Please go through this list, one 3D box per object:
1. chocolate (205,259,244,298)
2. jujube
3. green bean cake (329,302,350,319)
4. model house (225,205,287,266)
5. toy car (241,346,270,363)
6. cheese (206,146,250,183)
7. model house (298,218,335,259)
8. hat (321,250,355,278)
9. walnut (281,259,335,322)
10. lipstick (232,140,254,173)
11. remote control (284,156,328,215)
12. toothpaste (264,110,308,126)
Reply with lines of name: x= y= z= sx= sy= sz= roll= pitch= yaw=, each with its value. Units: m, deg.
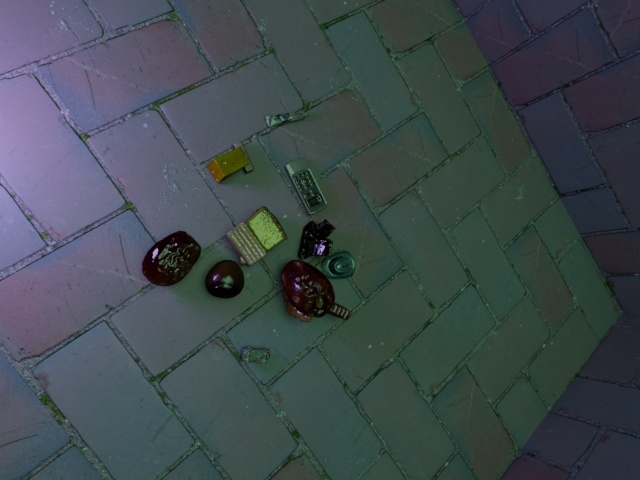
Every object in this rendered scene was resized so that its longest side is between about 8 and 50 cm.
chocolate: x=-0.416 y=0.166 z=1.826 sx=0.176 sy=0.177 sz=0.177 roll=3 pitch=82 yaw=-24
jujube: x=-0.617 y=0.077 z=1.723 sx=0.243 sy=0.183 sz=0.183 roll=-44 pitch=102 yaw=-10
green bean cake: x=0.066 y=0.334 z=2.018 sx=0.135 sy=0.135 sz=0.056 roll=25 pitch=78 yaw=-20
model house: x=-0.299 y=-0.011 z=1.876 sx=0.234 sy=0.175 sz=0.193 roll=-40 pitch=101 yaw=-26
toy car: x=-0.293 y=0.516 z=1.882 sx=0.142 sy=0.055 sz=0.069 roll=15 pitch=86 yaw=-32
cheese: x=-0.410 y=-0.353 z=1.900 sx=0.171 sy=0.126 sz=0.093 roll=-38 pitch=99 yaw=-26
model house: x=-0.008 y=-0.007 z=2.014 sx=0.141 sy=0.164 sz=0.203 roll=11 pitch=78 yaw=-28
hat: x=0.106 y=0.127 z=2.092 sx=0.191 sy=0.078 sz=0.138 roll=-14 pitch=91 yaw=-25
walnut: x=-0.074 y=0.234 z=1.921 sx=0.221 sy=0.269 sz=0.244 roll=12 pitch=118 yaw=-42
lipstick: x=-0.365 y=-0.392 z=1.965 sx=0.045 sy=0.045 sz=0.145 roll=-26 pitch=96 yaw=-22
remote control: x=-0.070 y=-0.274 z=2.085 sx=0.123 sy=0.038 sz=0.285 roll=-26 pitch=94 yaw=-24
toothpaste: x=-0.164 y=-0.616 z=2.086 sx=0.233 sy=0.038 sz=0.060 roll=-18 pitch=89 yaw=-22
